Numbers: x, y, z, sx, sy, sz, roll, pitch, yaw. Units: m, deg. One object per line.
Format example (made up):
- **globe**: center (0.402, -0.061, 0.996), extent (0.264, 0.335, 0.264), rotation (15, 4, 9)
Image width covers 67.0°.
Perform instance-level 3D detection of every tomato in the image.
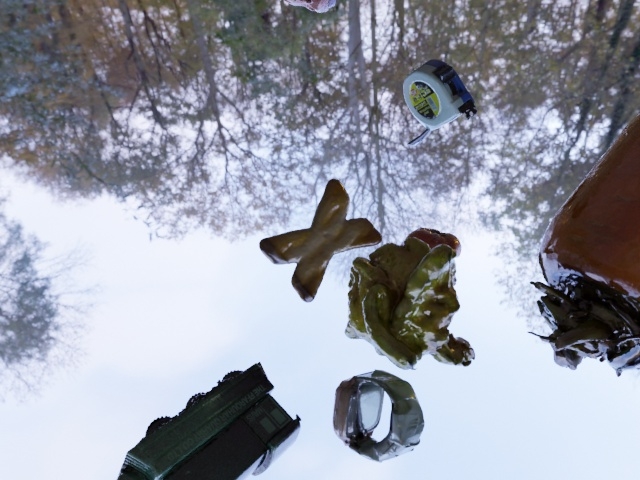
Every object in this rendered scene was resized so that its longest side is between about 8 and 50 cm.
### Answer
- **tomato**: center (0.449, 0.006, 1.900), extent (0.236, 0.095, 0.237), rotation (11, -172, -1)

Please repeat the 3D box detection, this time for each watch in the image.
- **watch**: center (0.165, 0.474, 1.293), extent (0.161, 0.254, 0.241), rotation (-6, -162, -35)

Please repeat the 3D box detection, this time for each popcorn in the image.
- **popcorn**: center (0.179, 0.148, 1.072), extent (0.289, 0.321, 0.326), rotation (-2, -139, 28)

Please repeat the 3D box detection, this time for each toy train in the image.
- **toy train**: center (-0.180, 0.357, 0.848), extent (0.178, 0.139, 0.330), rotation (42, -145, 17)

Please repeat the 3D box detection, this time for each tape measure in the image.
- **tape measure**: center (0.341, -0.443, 1.575), extent (0.097, 0.215, 0.351), rotation (-37, -172, -19)

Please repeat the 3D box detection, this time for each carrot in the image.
- **carrot**: center (0.348, 0.010, 0.496), extent (0.331, 0.193, 0.214), rotation (-46, -112, -4)

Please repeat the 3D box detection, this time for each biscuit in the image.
- **biscuit**: center (0.001, 0.001, 0.952), extent (0.208, 0.164, 0.047), rotation (-41, -165, -9)

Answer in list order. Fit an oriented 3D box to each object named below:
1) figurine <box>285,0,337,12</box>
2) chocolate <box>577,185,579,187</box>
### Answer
- **figurine**: center (-0.024, -0.607, 1.170), extent (0.156, 0.114, 0.126), rotation (-20, 173, -14)
- **chocolate**: center (0.558, -0.110, 0.742), extent (0.321, 0.112, 0.112), rotation (-36, -177, 26)
